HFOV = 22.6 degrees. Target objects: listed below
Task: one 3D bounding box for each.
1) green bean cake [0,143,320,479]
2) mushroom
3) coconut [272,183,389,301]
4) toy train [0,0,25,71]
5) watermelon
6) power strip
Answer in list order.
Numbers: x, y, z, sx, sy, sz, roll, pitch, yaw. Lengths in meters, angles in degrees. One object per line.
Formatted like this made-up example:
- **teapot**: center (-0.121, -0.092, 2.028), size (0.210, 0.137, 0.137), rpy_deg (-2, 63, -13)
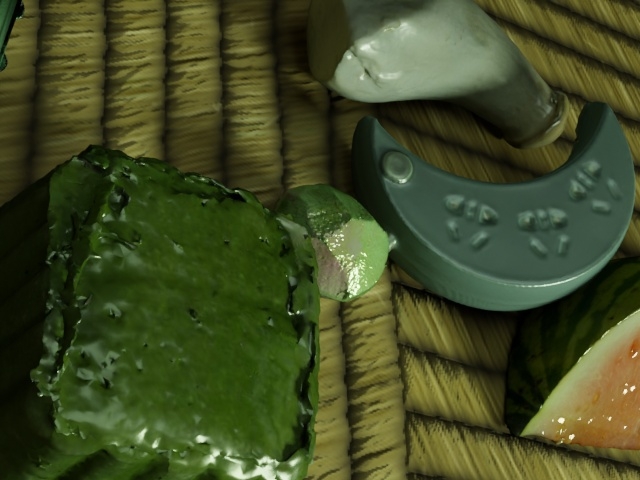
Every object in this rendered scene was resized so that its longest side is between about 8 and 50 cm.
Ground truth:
- **green bean cake**: center (-0.102, 0.061, 0.973), size (0.200, 0.113, 0.214), rpy_deg (17, 55, -31)
- **mushroom**: center (0.097, -0.150, 1.275), size (0.270, 0.103, 0.118), rpy_deg (12, 58, -41)
- **coconut**: center (0.000, 0.000, 1.122), size (0.083, 0.081, 0.082), rpy_deg (-31, 120, -23)
- **toy train**: center (-0.228, -0.137, 1.037), size (0.056, 0.038, 0.093), rpy_deg (26, 51, -23)
- **watermelon**: center (0.260, 0.070, 1.301), size (0.303, 0.159, 0.128), rpy_deg (4, 25, -40)
- **power strip**: center (0.129, -0.027, 1.217), size (0.253, 0.054, 0.167), rpy_deg (-8, 67, -22)
